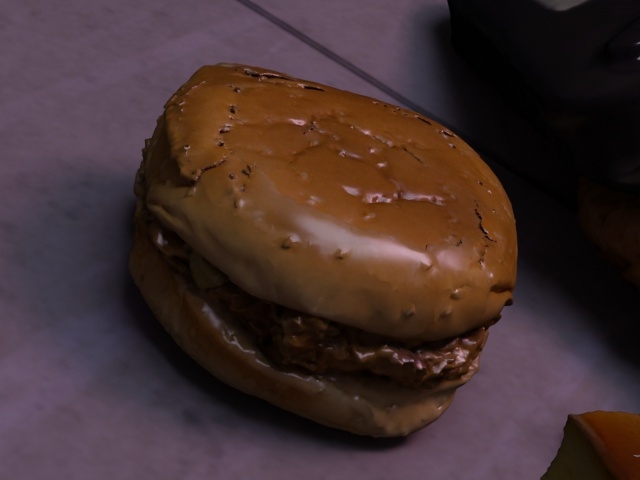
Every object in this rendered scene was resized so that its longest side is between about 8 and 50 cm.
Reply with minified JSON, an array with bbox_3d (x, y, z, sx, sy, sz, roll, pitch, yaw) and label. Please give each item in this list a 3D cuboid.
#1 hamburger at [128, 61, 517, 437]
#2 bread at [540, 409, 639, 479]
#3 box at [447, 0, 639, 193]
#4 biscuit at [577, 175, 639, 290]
[{"bbox_3d":[0.002,0.001,0.992,0.213,0.108,0.214,18,27,-10],"label":"hamburger"},{"bbox_3d":[0.214,0.220,0.835,0.138,0.077,0.361,10,35,-26],"label":"bread"},{"bbox_3d":[0.273,-0.142,1.228,0.350,0.091,0.359,-12,22,-6],"label":"box"},{"bbox_3d":[0.318,-0.006,1.148,0.334,0.081,0.289,5,17,-8],"label":"biscuit"}]
